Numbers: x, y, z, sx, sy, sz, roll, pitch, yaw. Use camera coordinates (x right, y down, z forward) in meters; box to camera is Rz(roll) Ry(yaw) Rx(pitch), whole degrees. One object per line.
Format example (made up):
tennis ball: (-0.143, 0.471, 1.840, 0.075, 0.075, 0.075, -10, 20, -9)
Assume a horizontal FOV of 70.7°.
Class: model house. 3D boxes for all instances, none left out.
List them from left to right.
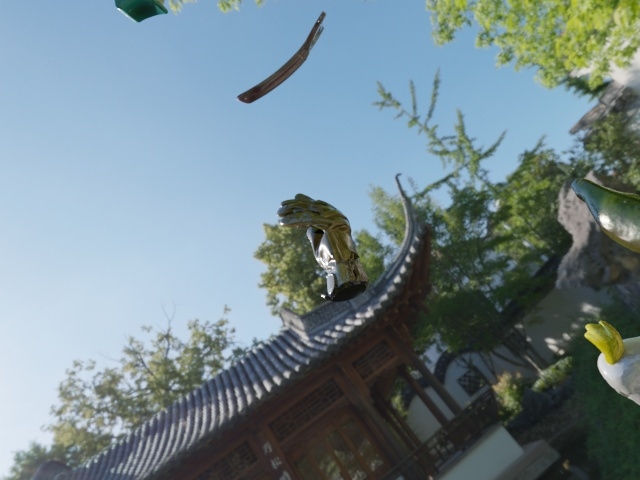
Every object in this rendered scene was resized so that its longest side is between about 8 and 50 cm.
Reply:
model house: (-0.459, -0.634, 1.144, 0.100, 0.127, 0.148, 9, -76, -78)

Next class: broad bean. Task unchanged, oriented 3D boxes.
broad bean: (0.445, -0.008, 0.587, 0.061, 0.339, 0.077, -29, -61, -2)

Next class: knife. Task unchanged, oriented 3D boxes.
knife: (-0.084, -0.417, 1.068, 0.278, 0.053, 0.123, -43, 4, 4)

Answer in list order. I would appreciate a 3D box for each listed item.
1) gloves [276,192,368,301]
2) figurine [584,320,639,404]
gloves: (0.013, -0.008, 1.105, 0.141, 0.331, 0.154, -41, -33, 22)
figurine: (0.428, 0.126, 0.543, 0.178, 0.129, 0.109, -32, 18, 23)
